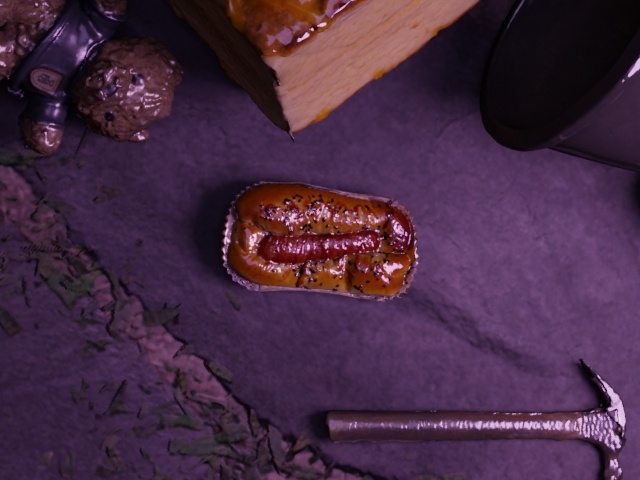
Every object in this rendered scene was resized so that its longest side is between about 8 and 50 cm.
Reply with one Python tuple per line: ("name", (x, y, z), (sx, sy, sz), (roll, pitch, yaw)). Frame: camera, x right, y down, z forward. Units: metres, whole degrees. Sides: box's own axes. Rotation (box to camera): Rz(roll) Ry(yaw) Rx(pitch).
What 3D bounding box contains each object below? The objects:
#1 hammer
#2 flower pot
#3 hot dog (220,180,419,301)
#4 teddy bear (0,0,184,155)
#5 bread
("hammer", (0.151, 0.179, 1.867), (0.297, 0.027, 0.125), (-1, 86, -6))
("flower pot", (0.292, -0.166, 1.822), (0.166, 0.269, 0.269), (32, 82, -27))
("hot dog", (0.000, 0.000, 1.848), (0.191, 0.059, 0.108), (6, 89, -8))
("teddy bear", (-0.250, -0.182, 1.798), (0.251, 0.129, 0.182), (25, 116, -27))
("bread", (-0.010, -0.291, 1.765), (0.279, 0.207, 0.279), (-40, 71, -10))
